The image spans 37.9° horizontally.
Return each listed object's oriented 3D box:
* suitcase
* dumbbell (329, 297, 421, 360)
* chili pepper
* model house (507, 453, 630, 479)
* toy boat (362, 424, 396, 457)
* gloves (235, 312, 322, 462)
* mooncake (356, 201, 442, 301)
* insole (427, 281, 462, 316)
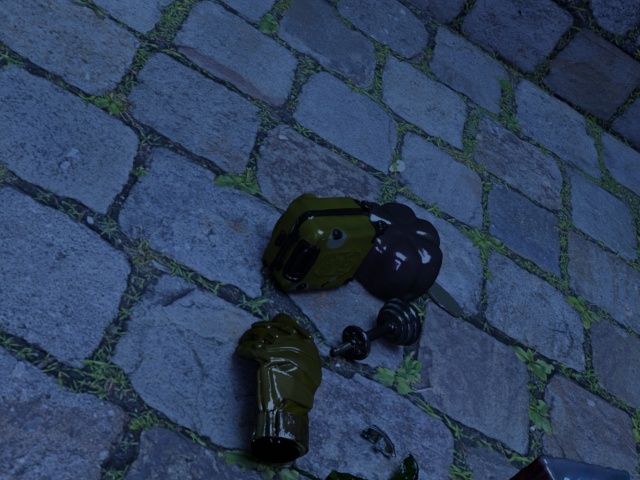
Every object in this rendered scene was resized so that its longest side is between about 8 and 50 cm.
[{"bbox_3d":[0.000,0.000,2.022,0.235,0.194,0.143,-3,47,-41],"label":"suitcase"},{"bbox_3d":[0.115,0.200,1.995,0.255,0.110,0.110,-18,65,-42],"label":"dumbbell"},{"bbox_3d":[0.086,0.459,1.742,0.279,0.065,0.122,10,38,-35],"label":"chili pepper"},{"bbox_3d":[0.427,0.553,1.686,0.339,0.360,0.297,38,45,5],"label":"model house"},{"bbox_3d":[0.119,0.399,1.847,0.083,0.038,0.038,42,38,2],"label":"toy boat"},{"bbox_3d":[-0.072,0.255,1.749,0.154,0.141,0.331,20,42,-22],"label":"gloves"},{"bbox_3d":[0.172,0.020,2.193,0.245,0.133,0.245,17,38,-14],"label":"mooncake"},{"bbox_3d":[0.274,0.115,2.278,0.192,0.010,0.063,47,37,10],"label":"insole"}]
